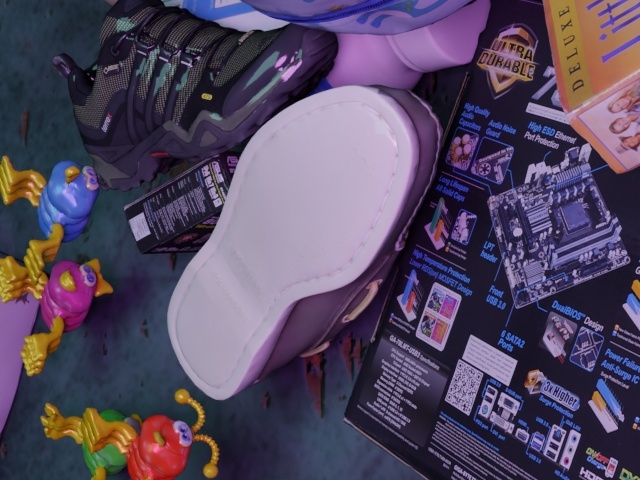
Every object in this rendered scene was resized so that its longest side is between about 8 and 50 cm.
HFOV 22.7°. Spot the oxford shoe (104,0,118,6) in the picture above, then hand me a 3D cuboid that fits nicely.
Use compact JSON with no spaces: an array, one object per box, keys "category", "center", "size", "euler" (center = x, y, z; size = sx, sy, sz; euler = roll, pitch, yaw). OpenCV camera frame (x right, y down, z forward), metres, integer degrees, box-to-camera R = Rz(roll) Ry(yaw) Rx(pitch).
[{"category":"oxford shoe","center":[-0.199,-0.312,1.282],"size":[0.130,0.123,0.348],"euler":[-53,53,51]}]

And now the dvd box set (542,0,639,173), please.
[{"category":"dvd box set","center":[0.294,-0.243,0.800],"size":[0.420,0.062,0.307],"euler":[-31,36,26]}]

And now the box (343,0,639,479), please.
[{"category":"box","center":[0.153,0.023,0.906],"size":[0.295,0.073,0.293],"euler":[28,100,57]}]

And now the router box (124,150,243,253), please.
[{"category":"router box","center":[-0.060,-0.025,1.101],"size":[0.092,0.122,0.038],"euler":[-29,75,32]}]

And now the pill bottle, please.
[{"category":"pill bottle","center":[-0.002,-0.144,1.075],"size":[0.222,0.124,0.124],"euler":[-6,79,37]}]

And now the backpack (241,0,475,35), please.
[{"category":"backpack","center":[0.013,-0.293,0.890],"size":[0.290,0.273,0.355],"euler":[4,94,29]}]

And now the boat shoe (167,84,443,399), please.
[{"category":"boat shoe","center":[-0.002,-0.004,1.006],"size":[0.109,0.091,0.305],"euler":[57,141,16]}]

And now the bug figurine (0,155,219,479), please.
[{"category":"bug figurine","center":[-0.161,0.078,1.142],"size":[0.279,0.072,0.216],"euler":[69,156,13]}]

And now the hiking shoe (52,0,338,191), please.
[{"category":"hiking shoe","center":[-0.090,-0.109,1.014],"size":[0.227,0.086,0.114],"euler":[-21,104,41]}]

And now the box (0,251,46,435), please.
[{"category":"box","center":[-0.424,0.069,1.339],"size":[0.345,0.168,0.215],"euler":[21,96,38]}]
